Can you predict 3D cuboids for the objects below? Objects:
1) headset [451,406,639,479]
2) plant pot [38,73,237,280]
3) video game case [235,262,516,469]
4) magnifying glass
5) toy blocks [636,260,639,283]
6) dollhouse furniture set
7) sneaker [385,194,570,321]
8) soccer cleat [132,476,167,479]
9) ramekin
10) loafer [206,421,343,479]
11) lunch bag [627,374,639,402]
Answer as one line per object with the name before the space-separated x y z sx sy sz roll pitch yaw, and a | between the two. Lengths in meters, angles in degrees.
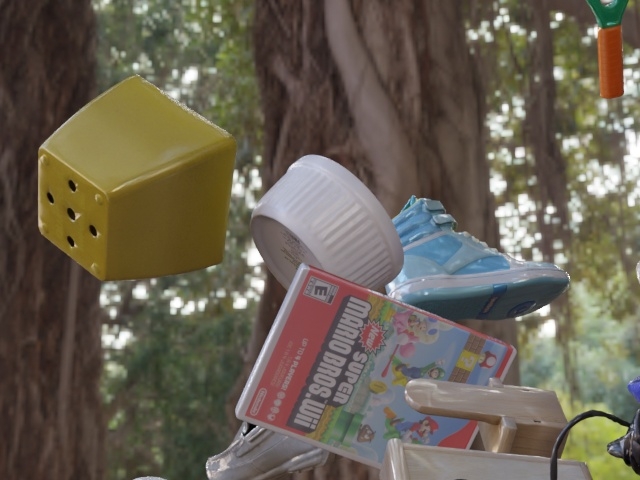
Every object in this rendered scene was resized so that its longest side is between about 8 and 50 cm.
headset | 0.127 0.253 0.812 0.185 0.243 0.394 -28 -28 -55
plant pot | -0.260 -0.065 1.560 0.187 0.212 0.212 -29 -39 -41
video game case | 0.067 0.169 1.396 0.285 0.204 0.025 22 11 -13
magnifying glass | 0.335 -0.275 1.356 0.092 0.026 0.231 -12 -62 -2
toy blocks | 0.263 0.008 0.645 0.054 0.123 0.148 -5 -39 -43
dollhouse furniture set | 0.112 0.346 1.024 0.174 0.303 0.355 8 -62 -8
sneaker | 0.230 0.016 1.820 0.319 0.208 0.127 -2 -34 -27
soccer cleat | -0.152 0.347 1.440 0.196 0.068 0.076 17 -12 16
ramekin | 0.000 0.000 1.543 0.109 0.207 0.207 -39 -5 -23
loafer | -0.062 0.267 1.580 0.112 0.111 0.319 -12 -12 -41
lunch bag | 0.441 0.142 0.785 0.385 0.328 0.239 -41 -13 38
